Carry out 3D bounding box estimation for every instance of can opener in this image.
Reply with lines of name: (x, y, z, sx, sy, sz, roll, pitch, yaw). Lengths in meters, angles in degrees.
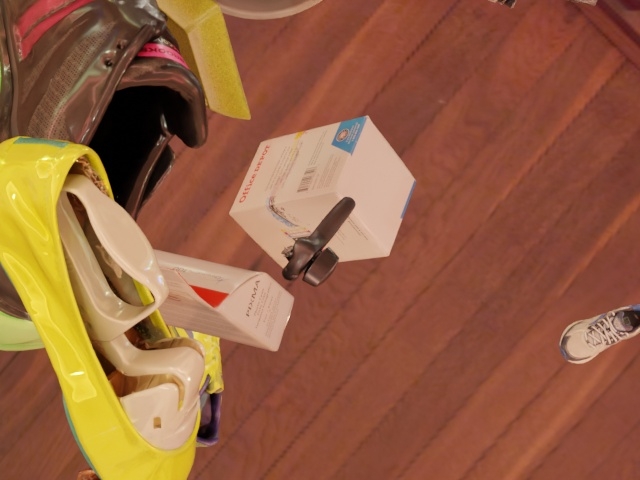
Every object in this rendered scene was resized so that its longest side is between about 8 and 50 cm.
can opener: (0.000, 0.000, 1.494, 0.073, 0.186, 0.059, 42, 133, -8)

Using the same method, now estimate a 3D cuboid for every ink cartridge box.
ink cartridge box: (-0.234, 0.030, 1.319, 0.308, 0.385, 0.091, 12, 74, 18)
ink cartridge box: (0.004, -0.074, 1.733, 0.168, 0.233, 0.171, 48, 50, -35)

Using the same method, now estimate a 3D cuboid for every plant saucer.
plant saucer: (-0.177, -0.266, 1.403, 0.045, 0.188, 0.188, -31, 137, -16)

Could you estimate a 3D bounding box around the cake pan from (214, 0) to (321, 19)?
cake pan: (-0.082, -0.449, 1.413, 0.293, 0.054, 0.293, -3, 124, -4)

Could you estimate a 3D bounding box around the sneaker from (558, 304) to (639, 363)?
sneaker: (0.362, 0.111, 1.308, 0.135, 0.058, 0.052, -24, 78, -21)

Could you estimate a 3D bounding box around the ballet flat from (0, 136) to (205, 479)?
ballet flat: (-0.105, 0.050, 0.543, 0.077, 0.077, 0.231, -10, 113, 27)

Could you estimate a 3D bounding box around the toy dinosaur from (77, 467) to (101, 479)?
toy dinosaur: (-0.190, 0.257, 0.713, 0.218, 0.164, 0.322, -9, 117, -35)

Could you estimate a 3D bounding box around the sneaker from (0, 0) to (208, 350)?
sneaker: (-0.184, -0.146, 0.854, 0.202, 0.185, 0.482, -3, 74, 15)

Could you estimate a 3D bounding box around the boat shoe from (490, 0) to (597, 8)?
boat shoe: (0.309, -0.435, 1.703, 0.301, 0.108, 0.102, 7, 105, 8)

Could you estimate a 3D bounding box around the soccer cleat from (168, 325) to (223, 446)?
soccer cleat: (-0.185, 0.184, 1.624, 0.093, 0.121, 0.289, -2, 99, -41)
